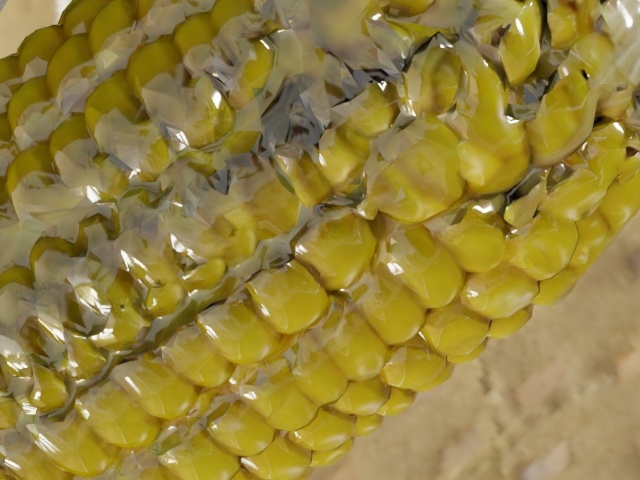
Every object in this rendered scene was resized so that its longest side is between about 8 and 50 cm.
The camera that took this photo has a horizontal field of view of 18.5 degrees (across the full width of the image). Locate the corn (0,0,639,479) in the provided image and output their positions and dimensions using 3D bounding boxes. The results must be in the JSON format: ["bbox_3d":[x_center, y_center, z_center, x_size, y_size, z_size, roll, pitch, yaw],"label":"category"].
[{"bbox_3d":[-0.054,0.022,0.401,0.318,0.115,0.115,-38,-151,11],"label":"corn"}]

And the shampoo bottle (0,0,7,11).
[{"bbox_3d":[-0.153,-0.234,0.446,0.343,0.331,0.331,-54,-158,28],"label":"shampoo bottle"}]
